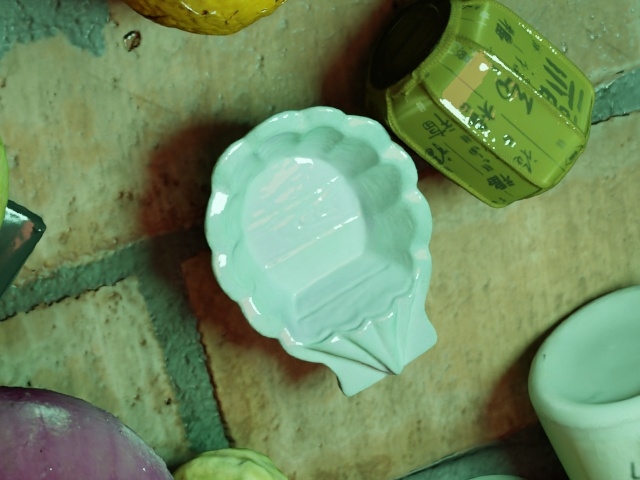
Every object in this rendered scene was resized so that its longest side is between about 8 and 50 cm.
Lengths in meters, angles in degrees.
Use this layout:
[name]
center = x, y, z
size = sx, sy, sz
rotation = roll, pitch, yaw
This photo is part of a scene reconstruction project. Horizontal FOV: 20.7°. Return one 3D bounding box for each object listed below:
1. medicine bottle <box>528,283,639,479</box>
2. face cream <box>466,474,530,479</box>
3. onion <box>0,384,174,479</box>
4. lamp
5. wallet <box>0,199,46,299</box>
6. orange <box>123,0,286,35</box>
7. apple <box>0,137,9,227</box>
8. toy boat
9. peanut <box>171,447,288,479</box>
[medicine bottle]
center = 0.367, 0.240, 1.735
size = 0.211, 0.211, 0.371
rotation = -34, 118, -6
[face cream]
center = 0.194, 0.368, 1.732
size = 0.218, 0.179, 0.218
rotation = -8, 112, -19
[onion]
center = -0.252, 0.303, 1.470
size = 0.358, 0.345, 0.358
rotation = -10, 103, -53
[lamp]
center = 0.140, -0.125, 1.539
size = 0.185, 0.161, 0.161
rotation = 34, 95, -26
[wallet]
center = -0.362, 0.071, 1.486
size = 0.146, 0.030, 0.285
rotation = 29, 96, -32
[orange]
center = -0.092, -0.260, 1.393
size = 0.193, 0.161, 0.193
rotation = -14, 117, -30
[apple]
center = -0.397, -0.055, 1.256
size = 0.277, 0.319, 0.319
rotation = -23, 118, -32
[toy boat]
center = 0.000, 0.000, 1.559
size = 0.199, 0.100, 0.290
rotation = -29, 118, -5
[peanut]
center = -0.031, 0.305, 1.645
size = 0.147, 0.147, 0.305
rotation = -47, 113, 1
